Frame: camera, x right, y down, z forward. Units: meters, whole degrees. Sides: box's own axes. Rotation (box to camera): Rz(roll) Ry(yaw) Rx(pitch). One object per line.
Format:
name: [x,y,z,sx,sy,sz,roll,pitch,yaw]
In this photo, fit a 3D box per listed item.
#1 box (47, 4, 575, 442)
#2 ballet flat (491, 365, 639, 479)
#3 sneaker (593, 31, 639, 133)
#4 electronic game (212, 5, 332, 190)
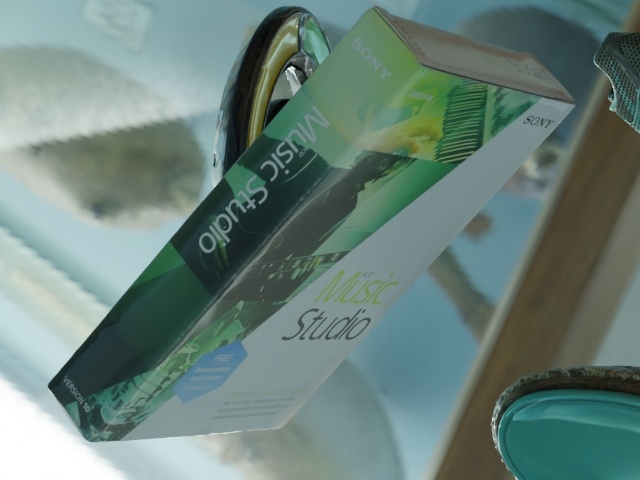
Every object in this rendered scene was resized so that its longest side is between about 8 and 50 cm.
box: [0.000,0.000,1.247,0.058,0.322,0.232,48,-159,22]
ballet flat: [0.384,0.196,1.564,0.483,0.164,0.182,17,-152,21]
sneaker: [0.245,-0.097,1.404,0.076,0.166,0.065,15,-120,35]
electronic game: [-0.026,-0.060,1.461,0.048,0.229,0.229,4,-160,17]
